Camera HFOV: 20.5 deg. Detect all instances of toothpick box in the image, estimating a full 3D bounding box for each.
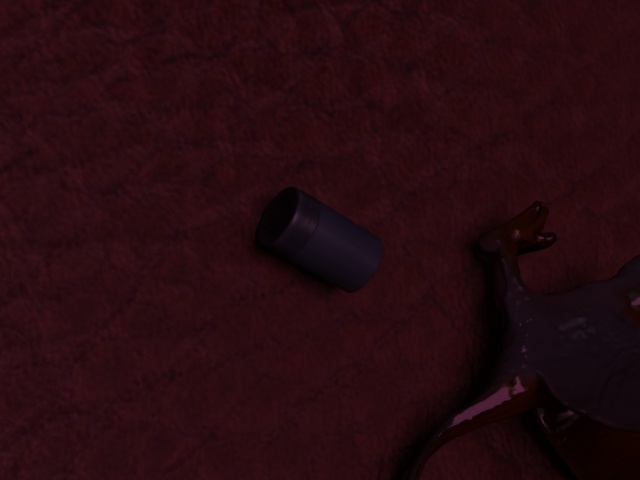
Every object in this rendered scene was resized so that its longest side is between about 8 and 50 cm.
[{"bbox_3d":[0.000,0.000,1.350,0.083,0.052,0.052,31,67,-26],"label":"toothpick box"}]

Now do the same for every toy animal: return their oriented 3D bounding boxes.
[{"bbox_3d":[0.157,0.128,1.415,0.284,0.225,0.302,-7,72,-13],"label":"toy animal"}]
